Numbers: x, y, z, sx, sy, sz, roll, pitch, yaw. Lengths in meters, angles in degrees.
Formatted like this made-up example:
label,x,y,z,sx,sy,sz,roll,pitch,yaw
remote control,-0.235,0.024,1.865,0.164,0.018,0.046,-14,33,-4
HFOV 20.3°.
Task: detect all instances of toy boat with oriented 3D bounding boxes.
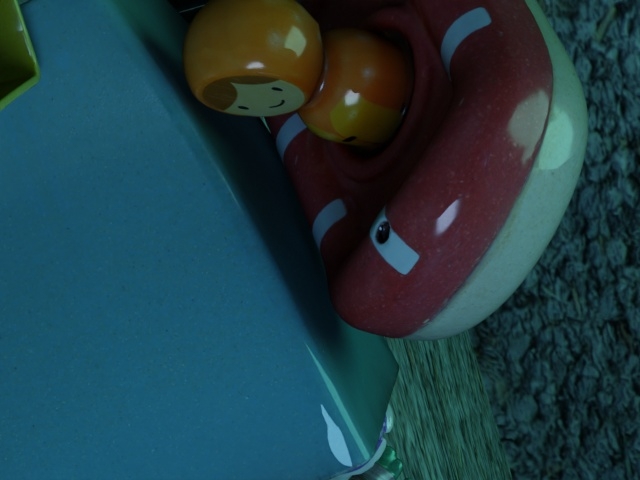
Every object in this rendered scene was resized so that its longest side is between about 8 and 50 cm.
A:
label,x,y,z,sx,sy,sz,roll,pitch,yaw
toy boat,0.010,-0.066,0.772,0.151,0.151,0.231,12,38,-32

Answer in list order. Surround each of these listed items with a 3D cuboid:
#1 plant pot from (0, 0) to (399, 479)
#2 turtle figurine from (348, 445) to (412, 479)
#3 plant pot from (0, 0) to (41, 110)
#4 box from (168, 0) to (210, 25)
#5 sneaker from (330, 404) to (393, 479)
label,x,y,z,sx,sy,sz,roll,pitch,yaw
plant pot,-0.092,0.004,0.816,0.166,0.165,0.234,-60,126,-77
turtle figurine,-0.017,0.158,1.182,0.175,0.118,0.234,36,4,7
plant pot,-0.168,-0.084,0.695,0.081,0.083,0.081,-72,147,-74
box,-0.092,-0.271,1.416,0.184,0.103,0.261,55,23,-73
sneaker,-0.040,0.091,1.047,0.068,0.170,0.071,-69,158,-6
